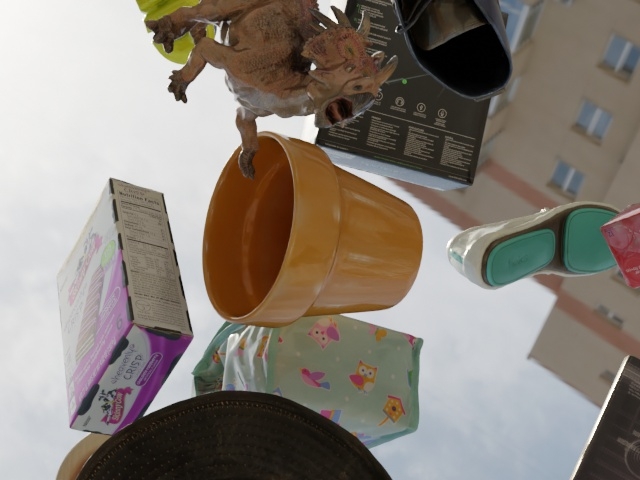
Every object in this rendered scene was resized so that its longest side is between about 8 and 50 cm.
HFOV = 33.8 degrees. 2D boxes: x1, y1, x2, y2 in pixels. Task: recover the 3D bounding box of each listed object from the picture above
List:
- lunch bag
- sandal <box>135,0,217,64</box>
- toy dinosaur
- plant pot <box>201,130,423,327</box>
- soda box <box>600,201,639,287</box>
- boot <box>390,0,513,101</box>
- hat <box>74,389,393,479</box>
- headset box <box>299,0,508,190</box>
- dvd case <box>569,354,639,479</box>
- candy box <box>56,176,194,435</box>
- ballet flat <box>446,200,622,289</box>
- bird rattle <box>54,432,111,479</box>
[{"bbox_3d":[-0.026,0.185,1.355,0.223,0.262,0.160,17,-115,-23],"label":"lunch bag"},{"bbox_3d":[-0.239,-0.413,1.522,0.126,0.317,0.138,-15,-157,25],"label":"sandal"},{"bbox_3d":[-0.039,-0.194,0.985,0.200,0.127,0.295,-28,-113,19],"label":"toy dinosaur"},{"bbox_3d":[0.000,0.000,1.146,0.188,0.205,0.205,11,-136,-31],"label":"plant pot"},{"bbox_3d":[0.465,-0.027,1.217,0.083,0.263,0.092,-29,-86,-45],"label":"soda box"},{"bbox_3d":[0.063,-0.161,0.562,0.082,0.219,0.106,-25,-114,11],"label":"boot"},{"bbox_3d":[-0.062,0.269,0.744,0.331,0.134,0.331,-1,-101,4],"label":"hat"},{"bbox_3d":[0.120,-0.240,1.550,0.246,0.131,0.283,12,-94,-14],"label":"headset box"},{"bbox_3d":[0.274,0.225,0.837,0.165,0.018,0.221,30,-110,4],"label":"dvd case"},{"bbox_3d":[-0.214,0.067,1.116,0.071,0.159,0.233,17,-148,-29],"label":"candy box"},{"bbox_3d":[0.377,-0.003,1.810,0.400,0.139,0.139,-9,-130,-36],"label":"ballet flat"},{"bbox_3d":[-0.233,0.325,1.251,0.207,0.253,0.143,51,-166,26],"label":"bird rattle"}]
